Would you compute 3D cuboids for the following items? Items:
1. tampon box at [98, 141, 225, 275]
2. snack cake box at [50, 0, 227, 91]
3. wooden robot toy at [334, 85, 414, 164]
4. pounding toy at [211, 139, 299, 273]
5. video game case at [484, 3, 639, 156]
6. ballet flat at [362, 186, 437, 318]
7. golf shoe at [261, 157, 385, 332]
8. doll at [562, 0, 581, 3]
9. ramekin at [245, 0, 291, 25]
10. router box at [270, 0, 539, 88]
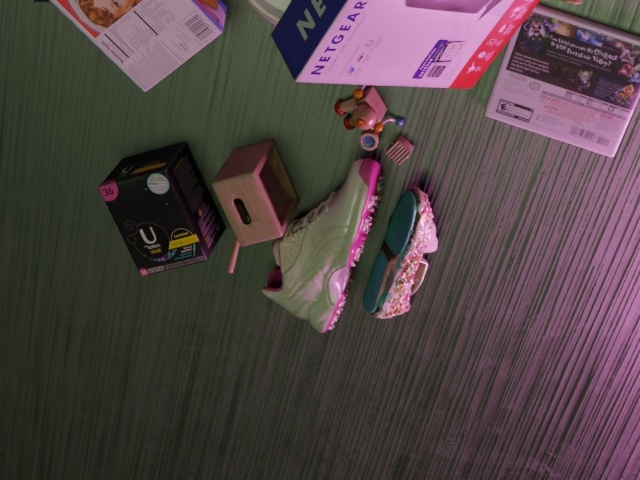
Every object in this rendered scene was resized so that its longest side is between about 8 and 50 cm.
[{"bbox_3d":[-0.240,-0.048,1.850,0.120,0.101,0.161,-14,115,21],"label":"tampon box"},{"bbox_3d":[-0.272,-0.350,1.651,0.152,0.089,0.264,-32,120,23],"label":"snack cake box"},{"bbox_3d":[0.061,-0.170,1.712,0.076,0.079,0.173,-25,110,26],"label":"wooden robot toy"},{"bbox_3d":[-0.104,-0.050,1.796,0.100,0.130,0.141,-13,116,22],"label":"pounding toy"},{"bbox_3d":[0.338,-0.218,1.645,0.190,0.022,0.173,19,123,4],"label":"video game case"},{"bbox_3d":[0.130,0.018,1.817,0.077,0.091,0.241,3,131,-22],"label":"ballet flat"},{"bbox_3d":[0.000,0.000,1.813,0.140,0.115,0.306,23,122,5],"label":"golf shoe"},{"bbox_3d":[0.318,-0.398,1.528,0.129,0.046,0.189,12,116,18],"label":"doll"},{"bbox_3d":[-0.004,-0.391,1.570,0.272,0.127,0.273,7,122,11],"label":"ramekin"},{"bbox_3d":[0.145,-0.327,1.459,0.335,0.301,0.082,-53,53,41],"label":"router box"}]
